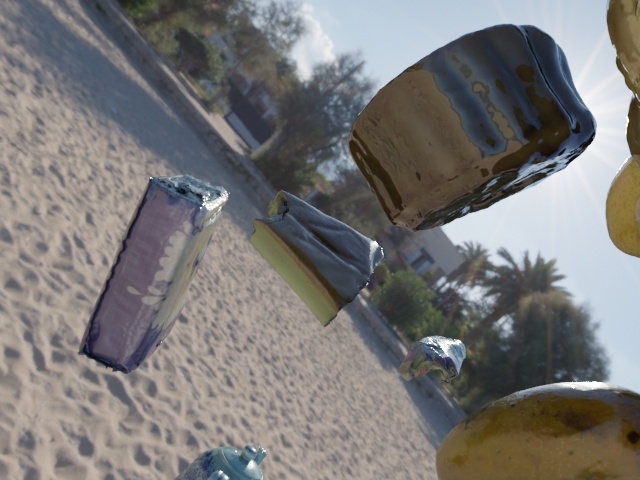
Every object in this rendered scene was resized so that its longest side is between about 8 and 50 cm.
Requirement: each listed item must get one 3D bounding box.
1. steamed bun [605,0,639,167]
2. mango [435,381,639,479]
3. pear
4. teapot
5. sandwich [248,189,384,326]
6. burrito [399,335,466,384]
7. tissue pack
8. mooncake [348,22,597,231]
[{"bbox_3d":[0.384,-0.149,0.347,0.325,0.230,0.372,47,-13,47],"label":"steamed bun"},{"bbox_3d":[0.298,0.284,0.695,0.175,0.329,0.177,-40,108,-50],"label":"mango"},{"bbox_3d":[0.665,-0.066,0.929,0.271,0.271,0.271,50,1,-1],"label":"pear"},{"bbox_3d":[-0.161,0.417,0.873,0.159,0.159,0.232,50,1,17],"label":"teapot"},{"bbox_3d":[0.000,0.000,0.851,0.212,0.063,0.245,48,28,1],"label":"sandwich"},{"bbox_3d":[0.265,0.272,1.193,0.229,0.143,0.089,8,80,-73],"label":"burrito"},{"bbox_3d":[-0.303,0.045,0.961,0.125,0.344,0.242,25,9,-3],"label":"tissue pack"},{"bbox_3d":[0.190,-0.125,0.653,0.290,0.290,0.161,44,21,-78],"label":"mooncake"}]
